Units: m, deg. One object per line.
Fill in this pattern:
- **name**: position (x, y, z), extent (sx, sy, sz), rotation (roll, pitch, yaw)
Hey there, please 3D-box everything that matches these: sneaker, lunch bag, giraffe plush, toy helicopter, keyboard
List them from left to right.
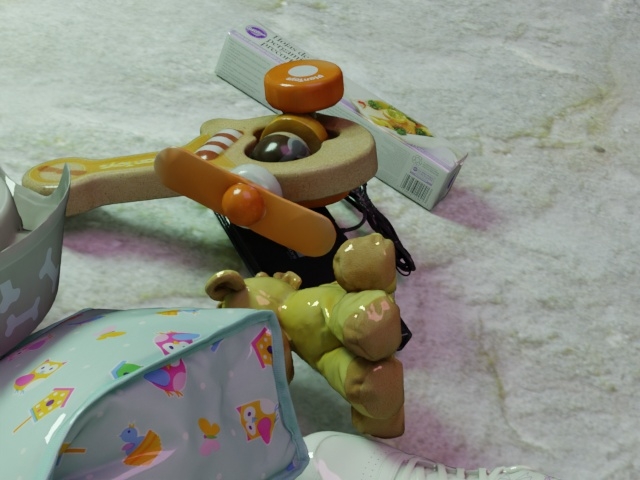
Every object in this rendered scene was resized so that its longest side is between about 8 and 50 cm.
- **lunch bag**: position (-0.174, 0.152, 0.908), extent (0.223, 0.160, 0.262), rotation (-4, 16, 39)
- **toy helicopter**: position (-0.117, -0.061, 1.248), extent (0.355, 0.140, 0.235), rotation (-8, 29, -6)
- **giraffe plush**: position (-0.015, 0.076, 1.130), extent (0.170, 0.181, 0.210), rotation (-4, 28, 2)
- **keyboard**: position (0.000, 0.000, 1.352), extent (0.201, 0.033, 0.317), rotation (-11, 51, -29)
- **sneaker**: position (0.124, 0.221, 1.059), extent (0.305, 0.152, 0.114), rotation (24, 40, 2)

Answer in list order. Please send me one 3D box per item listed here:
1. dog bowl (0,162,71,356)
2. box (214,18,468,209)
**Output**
- **dog bowl**: position (-0.366, 0.011, 0.991), extent (0.348, 0.102, 0.349), rotation (-1, 26, 1)
- **box**: position (0.023, -0.154, 1.517), extent (0.324, 0.067, 0.063), rotation (33, 37, 12)
